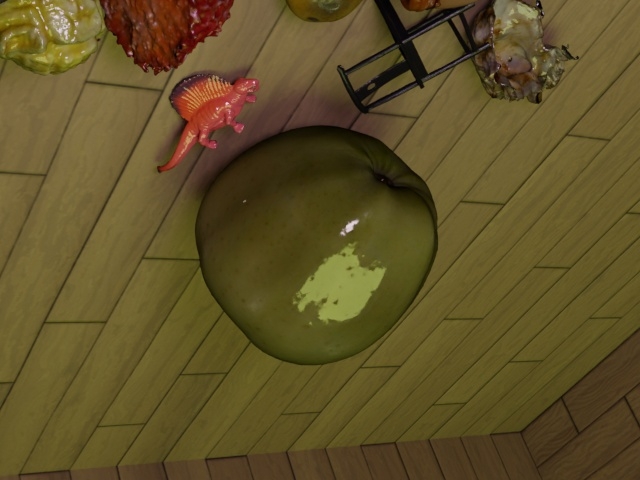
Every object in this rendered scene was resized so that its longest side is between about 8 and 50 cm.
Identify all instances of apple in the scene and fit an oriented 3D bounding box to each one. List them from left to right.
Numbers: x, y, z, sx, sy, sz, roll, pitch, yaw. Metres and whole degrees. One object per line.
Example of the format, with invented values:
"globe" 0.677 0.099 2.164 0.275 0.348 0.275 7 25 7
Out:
"apple" 0.000 0.000 2.118 0.474 0.473 0.473 -15 148 -10

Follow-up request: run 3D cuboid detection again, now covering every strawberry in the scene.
"strawberry" -0.223 -0.390 1.680 0.178 0.234 0.234 -35 163 -41

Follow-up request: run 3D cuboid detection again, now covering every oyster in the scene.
"oyster" 0.385 -0.356 2.111 0.337 0.133 0.197 10 97 -52

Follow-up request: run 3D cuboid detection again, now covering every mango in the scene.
"mango" 0.025 -0.439 1.792 0.137 0.098 0.195 28 116 -33

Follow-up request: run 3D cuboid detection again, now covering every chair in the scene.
"chair" 0.149 -0.355 1.952 0.260 0.141 0.154 -28 147 7

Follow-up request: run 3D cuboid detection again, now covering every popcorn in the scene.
"popcorn" -0.408 -0.337 1.616 0.167 0.187 0.185 -16 163 -9

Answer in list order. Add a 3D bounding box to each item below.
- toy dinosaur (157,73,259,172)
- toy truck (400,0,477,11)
"toy dinosaur" -0.236 -0.227 2.011 0.286 0.070 0.139 -31 137 22
"toy truck" 0.205 -0.504 1.697 0.204 0.211 0.288 -13 144 -12
